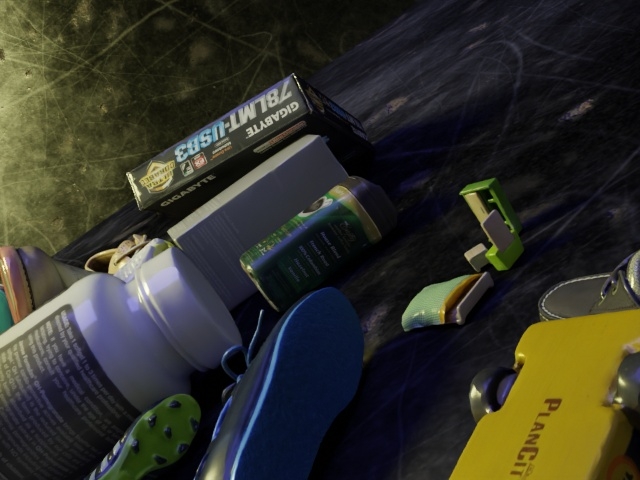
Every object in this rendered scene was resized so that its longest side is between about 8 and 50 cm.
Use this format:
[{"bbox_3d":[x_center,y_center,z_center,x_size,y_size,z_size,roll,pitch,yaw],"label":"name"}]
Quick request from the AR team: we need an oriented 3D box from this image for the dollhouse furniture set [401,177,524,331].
[{"bbox_3d":[0.123,0.011,0.755,0.152,0.058,0.076,-44,18,-32],"label":"dollhouse furniture set"}]

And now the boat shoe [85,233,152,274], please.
[{"bbox_3d":[-0.291,0.054,1.364,0.121,0.110,0.341,-45,19,-33],"label":"boat shoe"}]

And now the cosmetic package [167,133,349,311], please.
[{"bbox_3d":[-0.071,-0.028,1.139,0.238,0.127,0.107,-35,15,-10],"label":"cosmetic package"}]

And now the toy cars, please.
[{"bbox_3d":[0.116,0.161,0.292,0.176,0.087,0.393,-36,18,12],"label":"toy cars"}]

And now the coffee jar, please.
[{"bbox_3d":[0.000,0.000,0.997,0.184,0.079,0.096,-37,13,-5],"label":"coffee jar"}]

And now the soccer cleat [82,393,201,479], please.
[{"bbox_3d":[-0.180,0.209,0.781,0.072,0.060,0.179,-18,25,49],"label":"soccer cleat"}]

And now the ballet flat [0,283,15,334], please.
[{"bbox_3d":[-0.426,0.181,1.117,0.086,0.248,0.086,7,-4,0],"label":"ballet flat"}]

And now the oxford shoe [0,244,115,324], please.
[{"bbox_3d":[-0.310,0.073,1.103,0.147,0.140,0.397,-17,-11,-9],"label":"oxford shoe"}]

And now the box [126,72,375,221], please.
[{"bbox_3d":[-0.094,-0.119,1.308,0.296,0.073,0.293,-29,-14,15],"label":"box"}]

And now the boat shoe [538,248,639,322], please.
[{"bbox_3d":[0.205,0.033,0.494,0.080,0.073,0.223,-40,17,-19],"label":"boat shoe"}]

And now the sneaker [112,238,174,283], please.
[{"bbox_3d":[-0.191,0.065,1.076,0.091,0.126,0.240,-41,7,4],"label":"sneaker"}]

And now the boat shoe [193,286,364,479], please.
[{"bbox_3d":[-0.045,0.127,0.670,0.089,0.109,0.258,-27,15,35],"label":"boat shoe"}]

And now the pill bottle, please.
[{"bbox_3d":[-0.248,0.146,0.886,0.319,0.176,0.176,-34,16,2],"label":"pill bottle"}]
